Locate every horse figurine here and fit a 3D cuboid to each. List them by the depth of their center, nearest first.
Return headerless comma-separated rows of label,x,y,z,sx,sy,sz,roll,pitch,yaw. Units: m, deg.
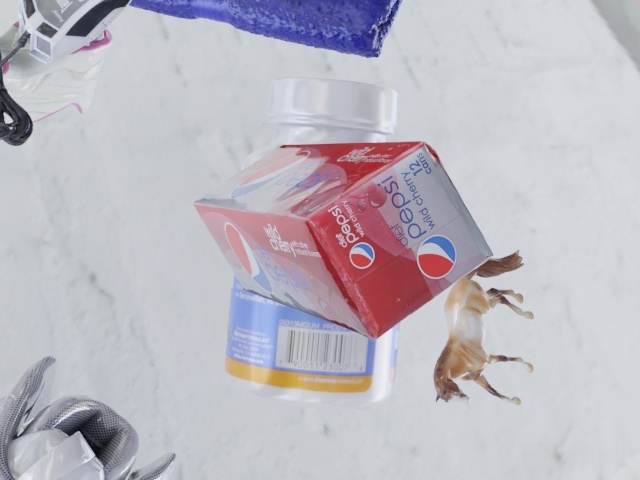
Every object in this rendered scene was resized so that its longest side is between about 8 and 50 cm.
horse figurine,0.244,0.135,1.657,0.174,0.066,0.263,16,-112,-23

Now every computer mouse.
computer mouse,-0.197,-0.169,0.846,0.106,0.193,0.042,53,-170,29

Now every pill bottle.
pill bottle,0.000,0.000,0.957,0.152,0.152,0.272,4,-88,-34

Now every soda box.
soda box,0.000,-0.009,0.728,0.092,0.263,0.083,-34,-76,-16

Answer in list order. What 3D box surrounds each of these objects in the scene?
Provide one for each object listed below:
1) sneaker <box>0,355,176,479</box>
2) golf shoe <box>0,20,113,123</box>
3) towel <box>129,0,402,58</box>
sneaker,-0.200,0.202,0.793,0.137,0.210,0.366,39,178,2
golf shoe,-0.390,-0.182,1.302,0.306,0.140,0.115,-17,-129,-33
towel,-0.046,-0.298,1.125,0.308,0.076,0.227,16,-115,19
